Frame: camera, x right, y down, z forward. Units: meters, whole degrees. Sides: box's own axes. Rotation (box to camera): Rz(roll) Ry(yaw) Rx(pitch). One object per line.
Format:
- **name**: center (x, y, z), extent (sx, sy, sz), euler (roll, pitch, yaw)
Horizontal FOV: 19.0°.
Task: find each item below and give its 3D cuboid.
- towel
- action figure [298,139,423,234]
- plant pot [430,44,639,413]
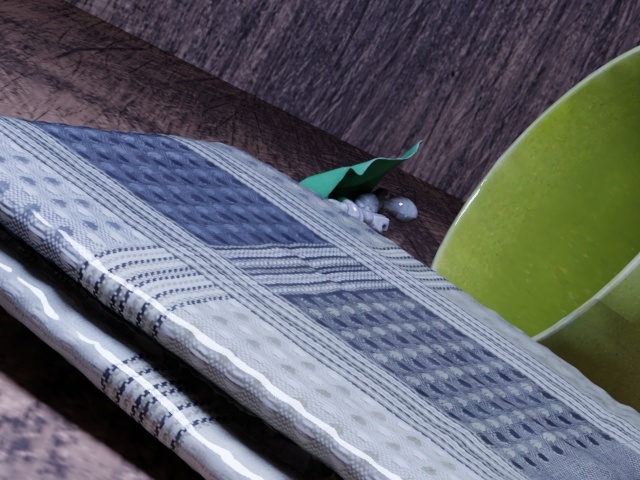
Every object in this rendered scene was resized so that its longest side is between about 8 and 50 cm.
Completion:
- **towel**: center (-0.007, 0.044, 0.846), extent (0.324, 0.056, 0.312), euler (34, 14, 22)
- **action figure**: center (0.000, 0.000, 1.247), extent (0.063, 0.137, 0.232), euler (41, 17, 10)
- **plant pot**: center (0.266, 0.058, 1.279), extent (0.293, 0.275, 0.275), euler (40, 2, -19)
